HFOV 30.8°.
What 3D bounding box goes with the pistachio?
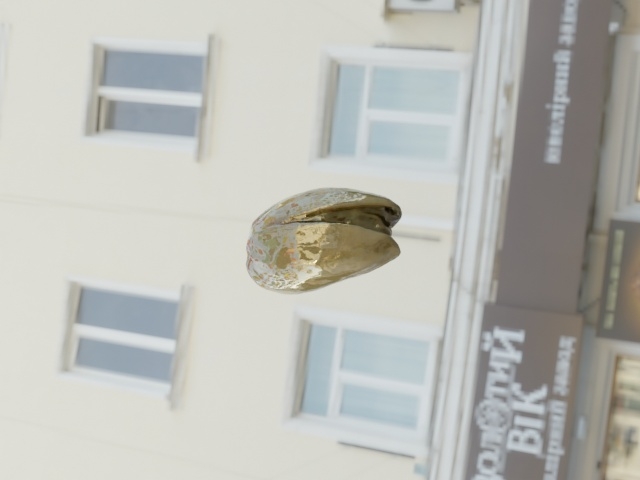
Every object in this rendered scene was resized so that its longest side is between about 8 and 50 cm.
[{"bbox_3d":[0.000,0.000,1.429,0.136,0.226,0.136,23,-118,-51],"label":"pistachio"}]
